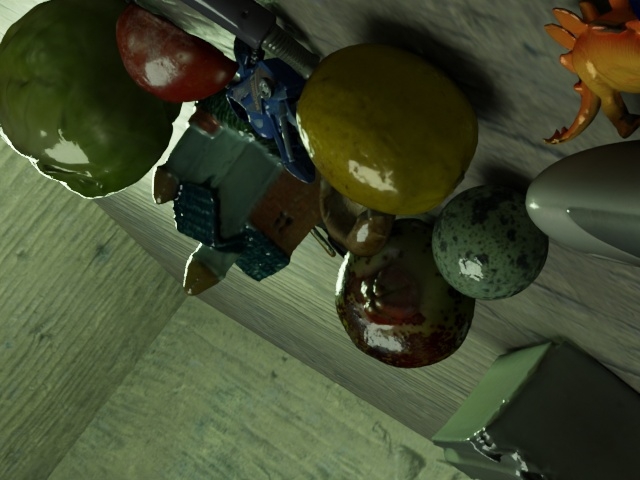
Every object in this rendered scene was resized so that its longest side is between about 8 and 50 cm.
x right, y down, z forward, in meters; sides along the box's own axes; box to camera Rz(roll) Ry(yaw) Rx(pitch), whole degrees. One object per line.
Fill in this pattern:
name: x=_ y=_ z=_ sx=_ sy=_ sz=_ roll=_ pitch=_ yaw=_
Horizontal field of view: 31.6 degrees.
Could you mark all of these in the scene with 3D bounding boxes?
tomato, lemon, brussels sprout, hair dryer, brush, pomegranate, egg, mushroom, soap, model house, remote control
tomato: x=-0.187 y=-0.220 z=1.384 sx=0.159 sy=0.091 sz=0.139 roll=36 pitch=-175 yaw=29
lemon: x=0.065 y=-0.114 z=1.153 sx=0.207 sy=0.170 sz=0.170 roll=37 pitch=169 yaw=28
brussels sprout: x=-0.337 y=-0.221 z=1.642 sx=0.316 sy=0.274 sz=0.242 roll=37 pitch=-167 yaw=29
hair dryer: x=-0.161 y=-0.290 z=1.316 sx=0.361 sy=0.121 sz=0.301 roll=33 pitch=177 yaw=-8
brush: x=0.000 y=0.000 z=1.987 sx=0.090 sy=0.017 sz=0.314 roll=51 pitch=180 yaw=6
pomegranate: x=0.113 y=0.078 z=1.581 sx=0.214 sy=0.214 sz=0.248 roll=34 pitch=-169 yaw=14
egg: x=0.194 y=0.003 z=1.303 sx=0.132 sy=0.132 sz=0.172 roll=36 pitch=180 yaw=5
mushroom: x=0.050 y=-0.035 z=1.555 sx=0.072 sy=0.094 sz=0.210 roll=21 pitch=-170 yaw=-25
soap: x=0.384 y=0.342 z=1.844 sx=0.350 sy=0.213 sz=0.435 roll=35 pitch=168 yaw=-1
model house: x=-0.134 y=-0.050 z=1.671 sx=0.184 sy=0.291 sz=0.253 roll=18 pitch=158 yaw=44
remote control: x=0.291 y=-0.025 z=0.828 sx=0.221 sy=0.103 sz=0.332 roll=-3 pitch=-175 yaw=-19

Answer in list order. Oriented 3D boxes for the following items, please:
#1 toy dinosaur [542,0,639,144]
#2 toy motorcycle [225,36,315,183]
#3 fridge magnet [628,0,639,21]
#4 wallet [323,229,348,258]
toy dinosaur: x=0.224 y=-0.139 z=0.849 sx=0.117 sy=0.070 sz=0.288 roll=50 pitch=162 yaw=-8
toy motorcycle: x=-0.057 y=-0.169 z=1.399 sx=0.205 sy=0.076 sz=0.114 roll=50 pitch=141 yaw=30
fridge magnet: x=0.281 y=-0.130 z=0.604 sx=0.265 sy=0.113 sz=0.265 roll=36 pitch=168 yaw=9
wallet: x=0.100 y=0.045 z=1.915 sx=0.197 sy=0.051 sz=0.377 roll=28 pitch=164 yaw=46
